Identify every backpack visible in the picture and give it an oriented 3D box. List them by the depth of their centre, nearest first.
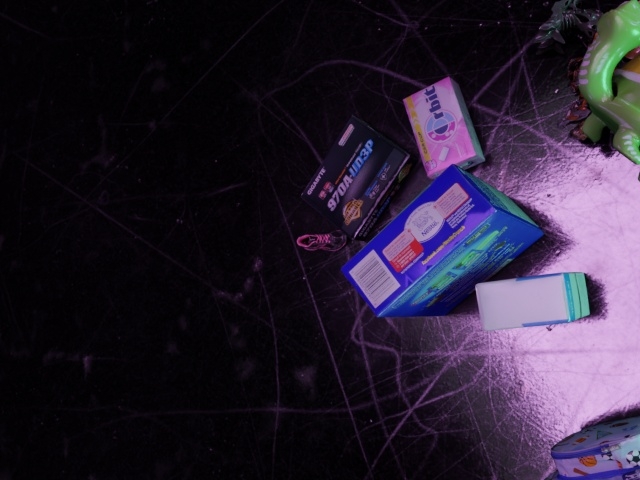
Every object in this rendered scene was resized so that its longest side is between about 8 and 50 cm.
[{"bbox_3d":[0.477,0.400,1.080,0.263,0.277,0.213,-35,63,30],"label":"backpack"}]

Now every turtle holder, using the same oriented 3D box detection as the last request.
[{"bbox_3d":[0.558,-0.220,1.085,0.320,0.243,0.227,46,107,14],"label":"turtle holder"}]

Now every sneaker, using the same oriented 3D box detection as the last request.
[{"bbox_3d":[0.000,0.000,1.515,0.120,0.057,0.047,-8,79,29],"label":"sneaker"}]

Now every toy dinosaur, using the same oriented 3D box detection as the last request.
[{"bbox_3d":[0.512,-0.350,1.219,0.219,0.164,0.321,30,82,15],"label":"toy dinosaur"}]

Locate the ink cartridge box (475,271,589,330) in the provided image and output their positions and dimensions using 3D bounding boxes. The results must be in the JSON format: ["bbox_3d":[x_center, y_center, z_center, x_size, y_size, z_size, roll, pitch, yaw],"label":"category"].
[{"bbox_3d":[0.379,0.106,1.193,0.148,0.203,0.085,-12,81,30],"label":"ink cartridge box"}]

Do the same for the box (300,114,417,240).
[{"bbox_3d":[0.082,-0.135,1.482,0.175,0.051,0.220,41,106,27],"label":"box"}]

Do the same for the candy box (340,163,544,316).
[{"bbox_3d":[0.230,0.017,1.223,0.268,0.317,0.122,-44,64,19],"label":"candy box"}]

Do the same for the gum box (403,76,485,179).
[{"bbox_3d":[0.253,-0.221,1.381,0.107,0.062,0.188,-23,74,27],"label":"gum box"}]
